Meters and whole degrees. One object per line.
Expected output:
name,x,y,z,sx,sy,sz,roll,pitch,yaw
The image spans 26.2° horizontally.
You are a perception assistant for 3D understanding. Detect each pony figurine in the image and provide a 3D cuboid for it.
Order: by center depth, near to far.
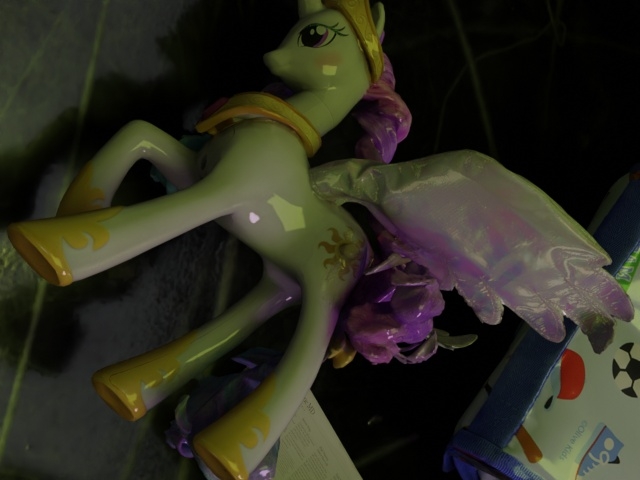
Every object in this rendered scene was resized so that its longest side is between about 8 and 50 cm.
pony figurine,0.000,0.000,0.991,0.363,0.303,0.351,-45,103,-27

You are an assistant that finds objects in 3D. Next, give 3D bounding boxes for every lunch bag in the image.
lunch bag,0.293,0.152,1.271,0.328,0.239,0.385,-55,134,-14

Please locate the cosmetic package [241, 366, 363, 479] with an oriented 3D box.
cosmetic package,-0.017,0.217,1.151,0.099,0.060,0.239,-41,122,-22
